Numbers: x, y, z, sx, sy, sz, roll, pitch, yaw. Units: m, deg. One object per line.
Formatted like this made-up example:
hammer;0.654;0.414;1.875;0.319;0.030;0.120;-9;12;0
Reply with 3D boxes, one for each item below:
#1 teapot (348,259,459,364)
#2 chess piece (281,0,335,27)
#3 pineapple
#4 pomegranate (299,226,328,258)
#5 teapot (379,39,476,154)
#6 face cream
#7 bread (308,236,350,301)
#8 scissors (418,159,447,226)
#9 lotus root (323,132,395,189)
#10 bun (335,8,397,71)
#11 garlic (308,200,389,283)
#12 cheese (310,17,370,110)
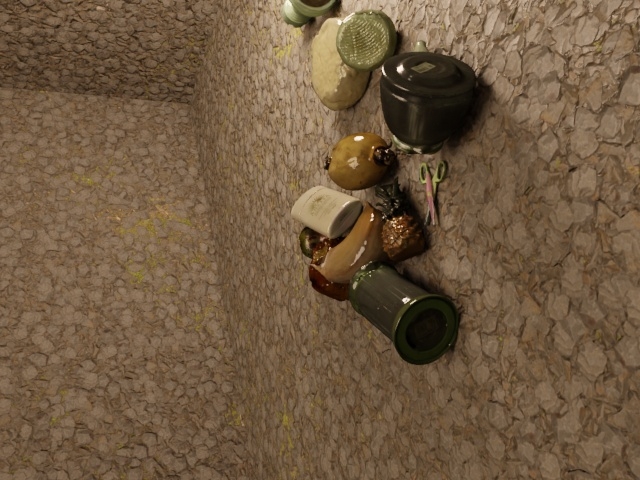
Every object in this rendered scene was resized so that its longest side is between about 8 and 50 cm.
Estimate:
teapot;0.227;0.212;1.751;0.337;0.201;0.270;38;150;61
chess piece;-0.061;-0.921;2.338;0.299;0.195;0.194;-179;88;-74
pineapple;0.225;-0.065;1.800;0.128;0.128;0.247;128;136;-52
pomegranate;-0.012;-0.002;2.294;0.163;0.126;0.138;146;131;-59
teapot;0.250;-0.373;1.625;0.239;0.240;0.321;95;152;-42
face cream;0.015;-0.113;2.236;0.173;0.081;0.348;-49;28;-5
bread;0.053;0.093;2.151;0.247;0.135;0.231;1;78;67
scissors;0.314;-0.132;1.730;0.134;0.020;0.187;-177;89;-68
lotus root;0.138;-0.254;1.929;0.310;0.183;0.182;-7;84;62
bun;0.150;-0.633;1.920;0.196;0.118;0.195;8;112;21
garlic;0.109;0.048;1.946;0.338;0.151;0.196;-48;50;29
cheese;0.063;-0.626;2.142;0.326;0.115;0.317;-125;42;-52
